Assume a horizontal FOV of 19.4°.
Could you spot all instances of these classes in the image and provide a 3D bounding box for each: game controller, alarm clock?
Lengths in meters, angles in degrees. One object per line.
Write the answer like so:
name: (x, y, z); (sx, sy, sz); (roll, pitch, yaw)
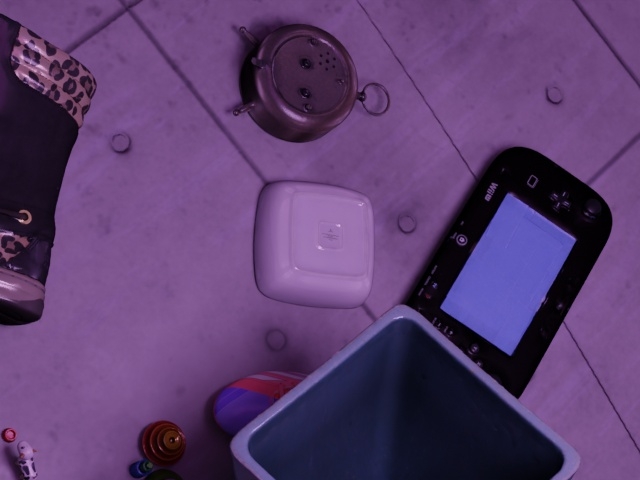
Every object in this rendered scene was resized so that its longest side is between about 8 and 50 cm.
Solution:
game controller: (0.214, 0.042, 2.162); (0.166, 0.067, 0.319); (38, 64, -11)
alarm clock: (-0.004, -0.177, 2.124); (0.192, 0.064, 0.129); (11, 72, -25)

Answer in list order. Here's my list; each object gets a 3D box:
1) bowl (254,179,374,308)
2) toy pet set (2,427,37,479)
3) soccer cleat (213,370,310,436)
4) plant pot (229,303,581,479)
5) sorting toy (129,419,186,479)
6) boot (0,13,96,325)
bowl: (0.000, 0.000, 2.083); (0.142, 0.053, 0.142); (8, 73, -21)
toy pet set: (-0.328, 0.254, 1.858); (0.122, 0.065, 0.114); (-24, 87, -27)
soccer cleat: (0.008, 0.178, 2.015); (0.248, 0.095, 0.083); (6, 71, -25)
plant pot: (0.072, 0.269, 1.872); (0.247, 0.252, 0.248); (-38, 66, -26)
sorting toy: (-0.164, 0.237, 1.951); (0.061, 0.042, 0.102); (0, 77, -25)
boot: (-0.411, -0.104, 1.872); (0.377, 0.138, 0.284); (25, 69, -21)
